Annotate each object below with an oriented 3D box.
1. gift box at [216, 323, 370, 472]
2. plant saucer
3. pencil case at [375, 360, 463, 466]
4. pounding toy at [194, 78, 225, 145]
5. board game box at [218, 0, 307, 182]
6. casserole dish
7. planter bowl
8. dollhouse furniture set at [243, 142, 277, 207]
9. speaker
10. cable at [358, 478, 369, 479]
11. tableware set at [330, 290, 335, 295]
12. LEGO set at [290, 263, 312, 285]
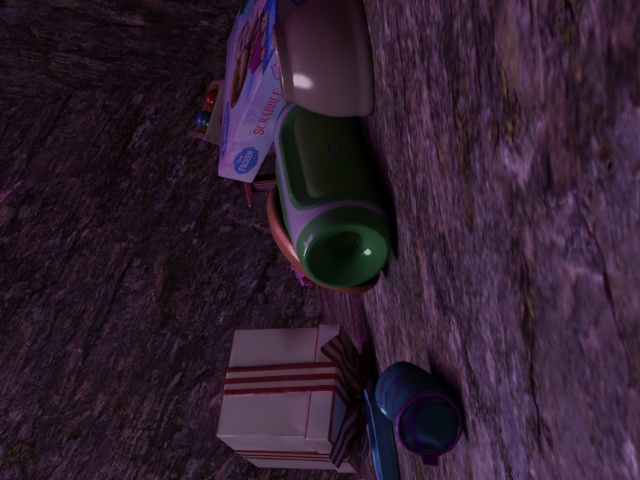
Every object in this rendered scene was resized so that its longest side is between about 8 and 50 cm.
[{"bbox_3d":[-0.036,0.311,1.427,0.276,0.258,0.255,58,-148,-59],"label":"gift box"},{"bbox_3d":[0.000,0.000,1.054,0.037,0.199,0.200,-46,35,27],"label":"plant saucer"},{"bbox_3d":[0.096,0.168,0.747,0.151,0.064,0.070,-165,82,-87],"label":"pencil case"},{"bbox_3d":[-0.203,-0.294,1.566,0.206,0.094,0.181,30,103,68],"label":"pounding toy"},{"bbox_3d":[-0.090,-0.313,1.207,0.318,0.065,0.319,126,150,-53],"label":"board game box"},{"bbox_3d":[0.110,0.355,1.326,0.114,0.036,0.189,-123,24,-83],"label":"casserole dish"},{"bbox_3d":[-0.002,-0.228,0.929,0.162,0.109,0.162,171,90,-88],"label":"planter bowl"},{"bbox_3d":[-0.090,-0.200,1.763,0.374,0.201,0.152,-114,15,-75],"label":"dollhouse furniture set"},{"bbox_3d":[0.010,-0.079,0.998,0.297,0.131,0.131,-103,5,-47],"label":"speaker"},{"bbox_3d":[0.047,0.572,1.384,0.257,0.089,0.257,-57,7,-22],"label":"cable"},{"bbox_3d":[0.051,0.033,1.431,0.194,0.039,0.128,118,155,-75],"label":"tableware set"},{"bbox_3d":[0.024,-0.005,1.268,0.093,0.086,0.227,-112,29,-42],"label":"LEGO set"}]
